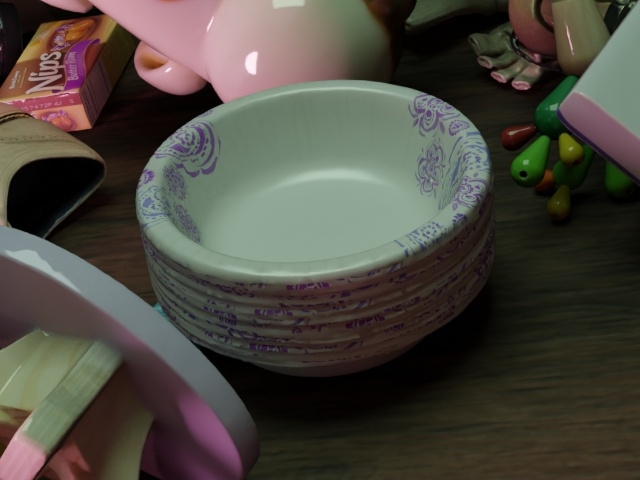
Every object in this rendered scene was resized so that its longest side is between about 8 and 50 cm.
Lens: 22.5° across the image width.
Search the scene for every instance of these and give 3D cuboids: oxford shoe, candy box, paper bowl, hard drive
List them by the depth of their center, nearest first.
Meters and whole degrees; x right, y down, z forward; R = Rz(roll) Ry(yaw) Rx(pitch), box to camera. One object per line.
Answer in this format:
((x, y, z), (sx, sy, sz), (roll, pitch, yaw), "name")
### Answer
((0.000, 0.000, 1.306), (0.284, 0.148, 0.284), (-4, 36, 3), "paper bowl")
((0.348, -0.134, 1.358), (0.210, 0.040, 0.318), (39, 49, 1), "hard drive")
((-0.363, 0.001, 1.500), (0.146, 0.140, 0.397), (17, 47, 30), "oxford shoe")
((-0.289, -0.188, 1.823), (0.109, 0.053, 0.186), (-6, 33, 16), "candy box")

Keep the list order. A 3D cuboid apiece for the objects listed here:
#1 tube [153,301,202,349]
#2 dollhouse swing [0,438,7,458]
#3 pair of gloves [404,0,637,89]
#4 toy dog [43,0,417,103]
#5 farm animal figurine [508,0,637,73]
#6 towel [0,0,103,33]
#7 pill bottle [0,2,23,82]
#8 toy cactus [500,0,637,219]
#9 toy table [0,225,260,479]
((-0.104, 0.054, 1.390), (0.080, 0.052, 0.207), (13, 36, 21), "tube")
((-0.374, 0.114, 1.133), (0.315, 0.346, 0.305), (-20, 32, -6), "dollhouse swing")
((0.203, -0.239, 1.693), (0.204, 0.042, 0.240), (-30, 40, -29), "pair of gloves")
((-0.096, -0.276, 1.595), (0.284, 0.408, 0.395), (-52, -3, -7), "toy dog")
((0.278, -0.299, 1.538), (0.172, 0.330, 0.326), (21, 72, 38), "farm animal figurine")
((-0.382, -0.310, 1.904), (0.325, 0.248, 0.038), (-15, 69, 1), "towel")
((-0.459, -0.223, 1.848), (0.219, 0.122, 0.123), (-6, 28, -22), "pill bottle")
((0.239, -0.125, 1.395), (0.219, 0.180, 0.112), (-22, 13, -17), "toy cactus")
((-0.195, 0.133, 1.150), (0.274, 0.252, 0.161), (30, 53, 7), "toy table")
